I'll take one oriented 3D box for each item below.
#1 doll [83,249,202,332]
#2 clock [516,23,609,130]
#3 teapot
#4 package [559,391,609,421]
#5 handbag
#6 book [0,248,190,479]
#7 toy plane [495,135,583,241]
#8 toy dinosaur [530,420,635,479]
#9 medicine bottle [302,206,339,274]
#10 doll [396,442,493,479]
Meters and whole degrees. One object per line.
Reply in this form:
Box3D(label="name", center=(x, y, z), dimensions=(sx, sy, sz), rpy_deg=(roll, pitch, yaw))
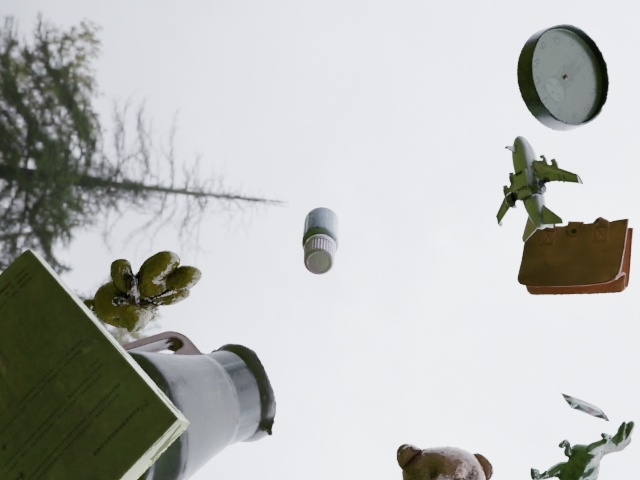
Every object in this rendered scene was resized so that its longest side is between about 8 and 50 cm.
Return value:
Box3D(label="doll", center=(-0.277, 0.086, 1.185), dimensions=(0.209, 0.137, 0.097), rpy_deg=(-33, -131, 39))
Box3D(label="clock", center=(0.494, -0.330, 1.520), dimensions=(0.042, 0.215, 0.215), rpy_deg=(170, -77, -64))
Box3D(label="teapot", center=(-0.313, 0.348, 1.648), dimensions=(0.376, 0.361, 0.306), rpy_deg=(41, -59, 32))
Box3D(label="package", center=(0.493, 0.311, 1.405), dimensions=(0.015, 0.110, 0.037), rpy_deg=(-60, -157, 18))
Box3D(label="handbag", center=(0.511, 0.030, 1.516), dimensions=(0.212, 0.059, 0.157), rpy_deg=(-5, -122, 40))
Box3D(label="book", center=(-0.296, 0.164, 0.766), dimensions=(0.215, 0.025, 0.282), rpy_deg=(-45, -116, -6))
Box3D(label="toy plane", center=(0.330, -0.090, 1.187), dimensions=(0.162, 0.065, 0.171), rpy_deg=(-33, -116, 46))
Box3D(label="toy dinosaur", center=(0.416, 0.403, 1.232), dimensions=(0.053, 0.167, 0.242), rpy_deg=(-133, -133, -59))
Box3D(label="medicine bottle", center=(0.000, 0.000, 1.666), dimensions=(0.203, 0.083, 0.083), rpy_deg=(-86, -163, -65))
Box3D(label="doll", center=(0.242, 0.543, 1.451), dimensions=(0.156, 0.201, 0.303), rpy_deg=(94, 0, -62))
